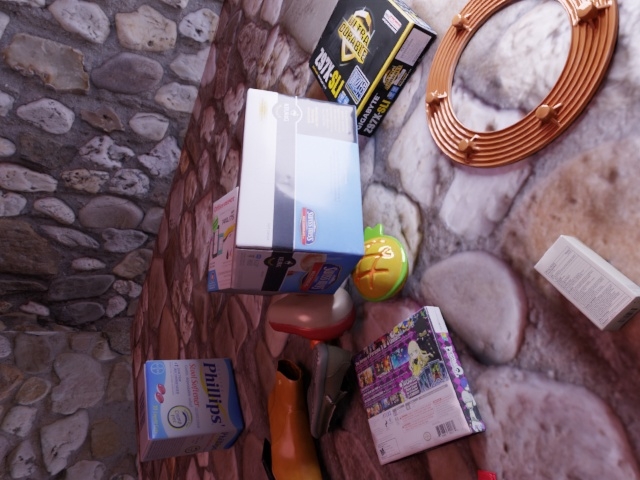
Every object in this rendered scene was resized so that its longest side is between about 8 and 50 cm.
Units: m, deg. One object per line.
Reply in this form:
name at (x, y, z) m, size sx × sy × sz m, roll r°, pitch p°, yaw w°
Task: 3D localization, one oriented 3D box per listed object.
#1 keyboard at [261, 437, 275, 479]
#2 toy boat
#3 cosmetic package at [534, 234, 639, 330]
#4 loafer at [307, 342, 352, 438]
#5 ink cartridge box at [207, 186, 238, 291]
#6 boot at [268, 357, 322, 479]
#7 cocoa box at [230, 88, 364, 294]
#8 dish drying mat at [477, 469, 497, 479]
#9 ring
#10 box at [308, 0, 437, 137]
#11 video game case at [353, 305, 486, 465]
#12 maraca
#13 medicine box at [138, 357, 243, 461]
keyboard at (-0.113, 0.562, 1.092) m, size 0.192 × 0.038 × 0.100 m, roll 115°, pitch 132°, yaw -79°
toy boat at (-0.010, 0.195, 0.996) m, size 0.231 × 0.151 × 0.151 m, roll -10°, pitch 105°, yaw 57°
cosmetic package at (0.335, 0.051, 0.540) m, size 0.060 × 0.041 × 0.115 m, roll -62°, pitch 37°, yaw 30°
loafer at (0.022, 0.330, 0.931) m, size 0.094 × 0.087 × 0.251 m, roll -103°, pitch 17°, yaw -58°
ink cartridge box at (-0.191, 0.013, 1.237) m, size 0.198 × 0.197 × 0.270 m, roll -17°, pitch 68°, yaw 55°
boot at (-0.065, 0.427, 1.016) m, size 0.295 × 0.104 × 0.211 m, roll -142°, pitch 54°, yaw -63°
cocoa box at (-0.054, -0.089, 0.886) m, size 0.231 × 0.228 × 0.347 m, roll 118°, pitch 154°, yaw -62°
dish drying mat at (0.248, 0.384, 0.633) m, size 0.032 × 0.008 × 0.083 m, roll -26°, pitch 62°, yaw 54°
ring at (0.289, -0.286, 0.699) m, size 0.336 × 0.032 × 0.336 m, roll -21°, pitch 65°, yaw 55°
box at (0.097, -0.436, 0.997) m, size 0.257 × 0.079 × 0.322 m, roll -57°, pitch 40°, yaw 37°
video game case at (0.158, 0.263, 0.772) m, size 0.232 × 0.042 × 0.210 m, roll -49°, pitch 45°, yaw 41°
maraca at (0.108, 0.041, 0.851) m, size 0.127 × 0.099 × 0.185 m, roll -46°, pitch 34°, yaw 17°
medicine box at (-0.430, 0.538, 1.411) m, size 0.149 × 0.289 × 0.263 m, roll -60°, pitch 38°, yaw 34°
